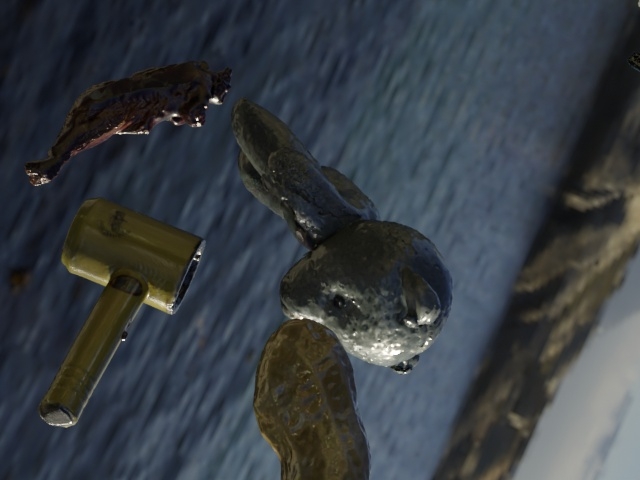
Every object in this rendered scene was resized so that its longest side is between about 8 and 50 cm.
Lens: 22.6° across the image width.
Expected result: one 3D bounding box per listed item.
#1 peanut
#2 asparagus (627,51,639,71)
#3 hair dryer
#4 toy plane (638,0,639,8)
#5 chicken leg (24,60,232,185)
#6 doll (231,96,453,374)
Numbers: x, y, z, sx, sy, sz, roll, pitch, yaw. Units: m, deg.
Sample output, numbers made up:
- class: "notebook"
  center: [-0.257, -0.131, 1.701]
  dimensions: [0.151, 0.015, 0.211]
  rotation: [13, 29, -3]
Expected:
- class: "peanut"
  center: [-0.008, 0.138, 1.164]
  dimensions: [0.080, 0.080, 0.174]
  rotation: [94, -15, -64]
- class: "asparagus"
  center: [0.282, -0.099, 1.186]
  dimensions: [0.022, 0.023, 0.233]
  rotation: [-62, -156, 18]
- class: "hair dryer"
  center: [-0.227, 0.075, 1.640]
  dimensions: [0.090, 0.135, 0.279]
  rotation: [112, 1, -45]
- class: "toy plane"
  center: [0.313, -0.209, 1.391]
  dimensions: [0.107, 0.273, 0.182]
  rotation: [-66, 152, -24]
- class: "chicken leg"
  center: [-0.178, -0.117, 1.469]
  dimensions: [0.219, 0.089, 0.048]
  rotation: [-21, 134, -19]
- class: "doll"
  center: [-0.004, 0.006, 1.676]
  dimensions: [0.158, 0.340, 0.246]
  rotation: [-42, 158, -13]
